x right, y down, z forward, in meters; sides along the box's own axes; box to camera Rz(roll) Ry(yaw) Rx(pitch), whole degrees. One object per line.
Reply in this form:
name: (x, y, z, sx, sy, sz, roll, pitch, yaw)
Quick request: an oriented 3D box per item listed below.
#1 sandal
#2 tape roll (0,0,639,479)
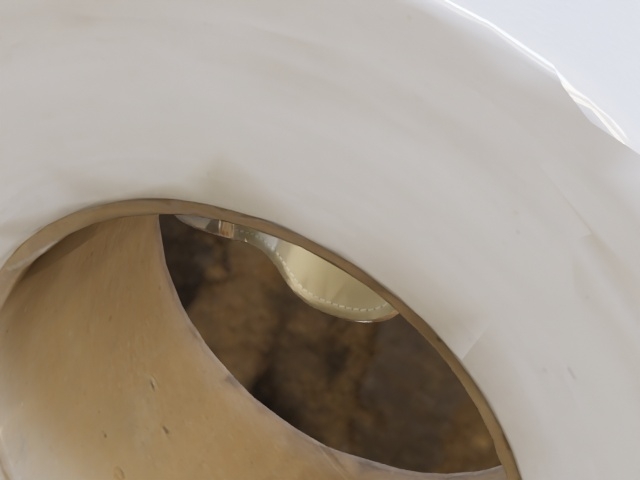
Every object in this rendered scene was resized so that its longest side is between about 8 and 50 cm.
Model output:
sandal: (0.003, -0.006, 1.145, 0.079, 0.088, 0.240, 20, 3, -45)
tape roll: (-0.004, 0.032, 0.457, 0.286, 0.100, 0.286, 13, -55, 19)
